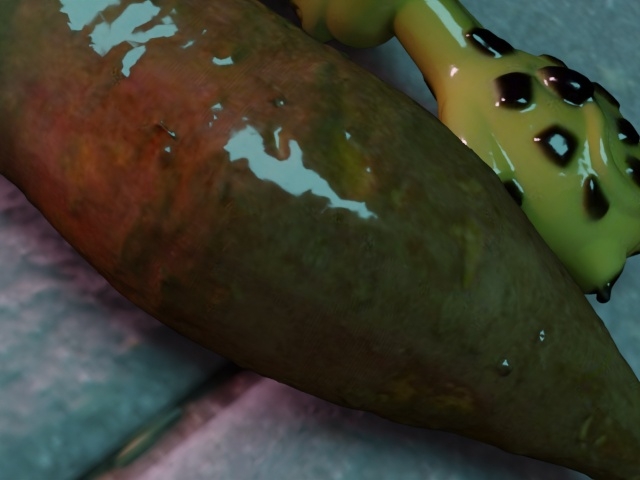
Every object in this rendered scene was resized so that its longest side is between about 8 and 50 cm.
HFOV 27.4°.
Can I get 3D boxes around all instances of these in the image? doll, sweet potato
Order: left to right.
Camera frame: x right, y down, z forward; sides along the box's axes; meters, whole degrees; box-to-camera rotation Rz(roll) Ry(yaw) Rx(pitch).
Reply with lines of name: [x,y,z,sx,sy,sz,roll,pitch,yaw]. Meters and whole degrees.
sweet potato: [0.002,-0.002,0.489,0.337,0.131,0.131,35,50,2]
doll: [0.047,-0.095,0.595,0.291,0.086,0.117,50,37,8]
